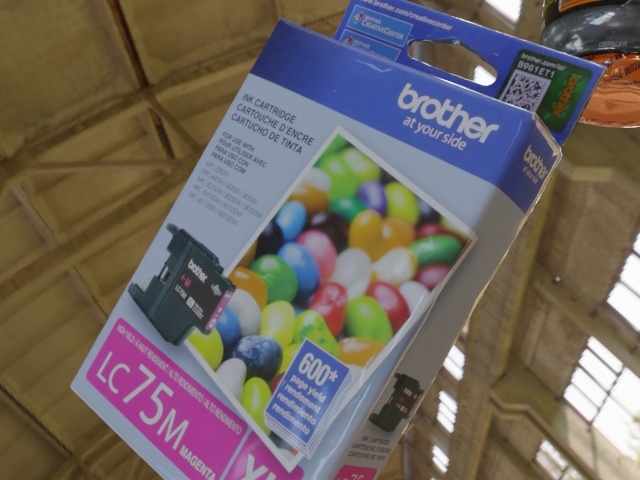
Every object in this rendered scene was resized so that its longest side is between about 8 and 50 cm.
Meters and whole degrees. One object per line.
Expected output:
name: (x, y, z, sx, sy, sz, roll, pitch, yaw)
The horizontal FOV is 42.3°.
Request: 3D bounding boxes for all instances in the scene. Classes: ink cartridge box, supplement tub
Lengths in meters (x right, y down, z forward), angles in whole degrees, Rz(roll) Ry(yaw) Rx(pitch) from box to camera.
ink cartridge box: (0.000, 0.000, 0.464, 0.311, 0.185, 0.065, -59, -35, -1)
supplement tub: (0.223, -0.186, 0.599, 0.117, 0.116, 0.191, 30, -113, -62)
